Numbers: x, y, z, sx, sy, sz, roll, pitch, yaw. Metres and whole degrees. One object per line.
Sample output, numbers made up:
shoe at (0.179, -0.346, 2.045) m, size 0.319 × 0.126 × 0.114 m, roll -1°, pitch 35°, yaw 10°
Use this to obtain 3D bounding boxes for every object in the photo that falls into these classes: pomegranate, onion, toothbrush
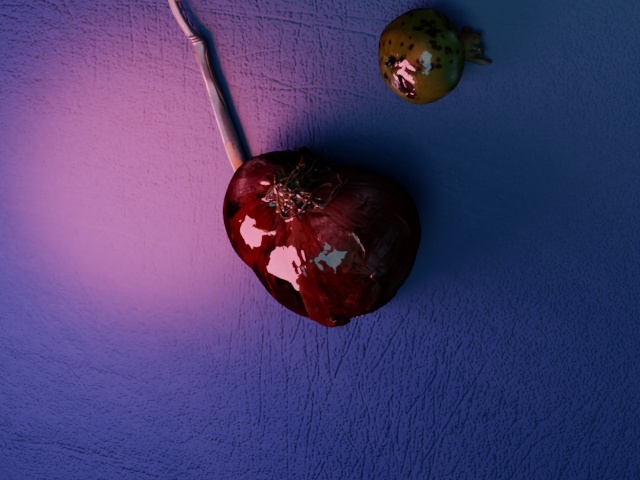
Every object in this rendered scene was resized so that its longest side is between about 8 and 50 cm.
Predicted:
pomegranate at (0.146, -0.237, 1.618) m, size 0.162 × 0.122 × 0.122 m, roll -11°, pitch 113°, yaw -22°
onion at (-0.006, -0.010, 1.683) m, size 0.281 × 0.281 × 0.221 m, roll 30°, pitch 71°, yaw 1°
toothbrush at (-0.154, -0.225, 1.730) m, size 0.037 × 0.028 × 0.375 m, roll -15°, pitch 106°, yaw 11°
